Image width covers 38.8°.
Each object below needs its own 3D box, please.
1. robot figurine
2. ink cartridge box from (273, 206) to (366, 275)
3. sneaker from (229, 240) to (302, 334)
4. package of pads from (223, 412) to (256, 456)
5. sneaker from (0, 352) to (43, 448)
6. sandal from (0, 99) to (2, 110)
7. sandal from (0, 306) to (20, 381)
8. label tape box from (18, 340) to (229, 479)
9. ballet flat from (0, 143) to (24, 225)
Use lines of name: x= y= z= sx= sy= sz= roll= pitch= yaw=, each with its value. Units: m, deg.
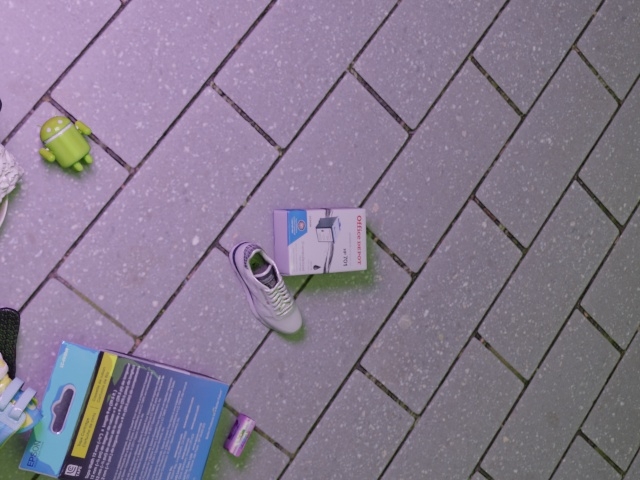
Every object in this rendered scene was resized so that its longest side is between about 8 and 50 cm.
robot figurine: x=-0.477 y=-0.182 z=1.704 sx=0.101 sy=0.067 sz=0.115 roll=-41 pitch=110 yaw=-20
ink cartridge box: x=0.000 y=0.000 z=1.961 sx=0.190 sy=0.082 sz=0.140 roll=-3 pitch=94 yaw=-27
sneaker: x=-0.105 y=0.107 z=1.902 sx=0.090 sy=0.095 sz=0.235 roll=-42 pitch=112 yaw=-22
package of pads: x=-0.169 y=0.407 z=1.904 sx=0.032 sy=0.050 sz=0.083 roll=30 pitch=78 yaw=-20
sneaker: x=-0.570 y=0.223 z=1.590 sx=0.208 sy=0.127 sz=0.319 roll=17 pitch=103 yaw=-3
sandal: x=-0.642 y=-0.184 z=1.563 sx=0.254 sy=0.054 sz=0.097 roll=-35 pitch=86 yaw=20
sandal: x=-0.588 y=0.208 z=1.673 sx=0.067 sy=0.040 sz=0.179 roll=13 pitch=94 yaw=-19
label tape box: x=-0.379 y=0.348 z=1.757 sx=0.347 sy=0.115 sz=0.249 roll=20 pitch=83 yaw=-25
ballet flat: x=-0.647 y=0.008 z=1.593 sx=0.147 sy=0.147 sz=0.409 roll=34 pitch=77 yaw=-25
